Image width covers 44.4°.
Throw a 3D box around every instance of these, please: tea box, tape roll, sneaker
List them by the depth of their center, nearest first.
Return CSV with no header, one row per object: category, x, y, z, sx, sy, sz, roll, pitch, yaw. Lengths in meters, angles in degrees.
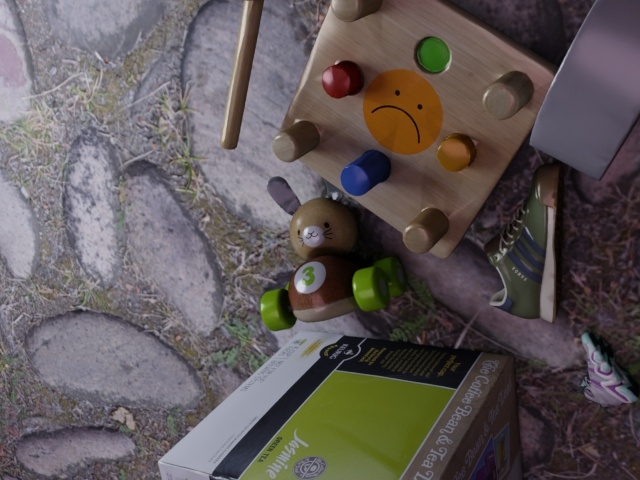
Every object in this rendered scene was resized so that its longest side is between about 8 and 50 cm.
tape roll,0.268,-0.163,0.678,0.072,0.219,0.219,31,125,16
sneaker,0.225,0.005,0.880,0.086,0.064,0.192,5,118,24
sneaker,0.316,0.158,0.915,0.069,0.038,0.098,-35,92,37
tea box,0.046,0.290,0.960,0.323,0.329,0.220,3,113,31

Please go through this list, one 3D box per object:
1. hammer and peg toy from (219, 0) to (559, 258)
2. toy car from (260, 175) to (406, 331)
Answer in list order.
hammer and peg toy,0.048,-0.166,0.869,0.361,0.127,0.266,35,128,13
toy car,0.000,0.000,0.979,0.155,0.149,0.189,-14,93,23
